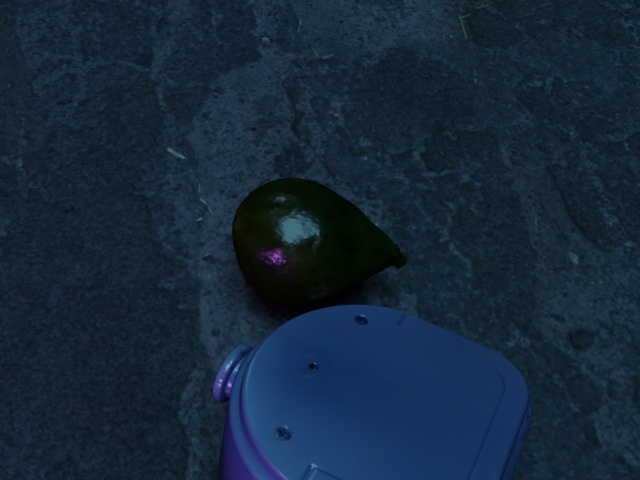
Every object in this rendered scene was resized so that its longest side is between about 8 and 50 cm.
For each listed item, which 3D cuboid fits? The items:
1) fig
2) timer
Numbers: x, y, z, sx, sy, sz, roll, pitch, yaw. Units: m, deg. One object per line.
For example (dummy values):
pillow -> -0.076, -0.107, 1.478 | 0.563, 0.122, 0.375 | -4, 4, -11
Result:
fig -> 0.000, 0.000, 1.273 | 0.244, 0.195, 0.195 | -2, 52, 3
timer -> 0.044, 0.244, 1.088 | 0.394, 0.173, 0.395 | 8, 37, -6
